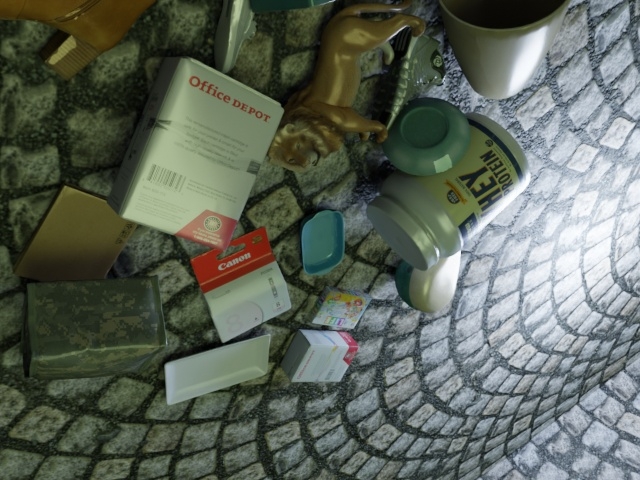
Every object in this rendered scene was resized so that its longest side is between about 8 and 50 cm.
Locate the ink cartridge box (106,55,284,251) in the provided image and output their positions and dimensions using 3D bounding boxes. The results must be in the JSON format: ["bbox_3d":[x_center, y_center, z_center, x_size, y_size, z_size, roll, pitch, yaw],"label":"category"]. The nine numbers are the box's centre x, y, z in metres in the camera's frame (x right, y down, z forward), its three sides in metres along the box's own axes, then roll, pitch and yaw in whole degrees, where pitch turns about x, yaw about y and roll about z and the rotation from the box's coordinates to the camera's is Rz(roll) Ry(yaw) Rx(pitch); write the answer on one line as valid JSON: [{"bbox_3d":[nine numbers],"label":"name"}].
[{"bbox_3d":[-0.218,-0.150,1.091,0.207,0.117,0.283,21,94,-33],"label":"ink cartridge box"}]

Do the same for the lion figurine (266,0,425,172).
[{"bbox_3d":[0.037,-0.316,1.213,0.240,0.142,0.393,9,102,-28],"label":"lion figurine"}]

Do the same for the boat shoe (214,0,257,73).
[{"bbox_3d":[-0.140,-0.380,1.079,0.063,0.066,0.184,0,112,-33],"label":"boat shoe"}]

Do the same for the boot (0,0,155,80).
[{"bbox_3d":[-0.390,-0.390,0.879,0.211,0.104,0.295,-48,140,-2],"label":"boot"}]

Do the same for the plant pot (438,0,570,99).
[{"bbox_3d":[0.374,-0.431,1.286,0.256,0.256,0.274,-36,152,-6],"label":"plant pot"}]

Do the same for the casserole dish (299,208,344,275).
[{"bbox_3d":[0.000,0.000,1.471,0.114,0.037,0.189,-20,130,-21],"label":"casserole dish"}]

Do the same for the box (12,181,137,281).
[{"bbox_3d":[-0.454,0.001,1.171,0.164,0.021,0.201,23,107,-43],"label":"box"}]

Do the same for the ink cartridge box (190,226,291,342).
[{"bbox_3d":[-0.176,0.105,1.418,0.189,0.066,0.233,-25,137,-16],"label":"ink cartridge box"}]

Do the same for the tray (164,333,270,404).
[{"bbox_3d":[-0.255,0.310,1.533,0.270,0.030,0.145,-12,127,-27],"label":"tray"}]

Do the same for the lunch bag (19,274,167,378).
[{"bbox_3d":[-0.446,0.183,1.198,0.235,0.169,0.287,-2,156,-29],"label":"lunch bag"}]

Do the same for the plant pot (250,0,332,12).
[{"bbox_3d":[-0.027,-0.500,0.972,0.165,0.165,0.235,-30,121,-30],"label":"plant pot"}]

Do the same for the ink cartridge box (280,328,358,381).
[{"bbox_3d":[-0.003,0.311,1.675,0.175,0.072,0.128,11,116,-39],"label":"ink cartridge box"}]

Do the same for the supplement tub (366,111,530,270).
[{"bbox_3d":[0.289,-0.110,1.426,0.325,0.235,0.235,-42,136,-9],"label":"supplement tub"}]

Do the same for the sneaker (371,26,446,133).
[{"bbox_3d":[0.200,-0.320,1.309,0.132,0.086,0.229,8,110,-27],"label":"sneaker"}]

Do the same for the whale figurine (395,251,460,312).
[{"bbox_3d":[0.296,0.056,1.673,0.216,0.141,0.272,37,73,-45],"label":"whale figurine"}]

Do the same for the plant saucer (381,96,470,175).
[{"bbox_3d":[0.225,-0.235,1.337,0.195,0.195,0.037,-38,157,-4],"label":"plant saucer"}]

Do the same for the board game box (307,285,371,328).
[{"bbox_3d":[0.052,0.179,1.647,0.154,0.026,0.104,14,114,-40],"label":"board game box"}]
